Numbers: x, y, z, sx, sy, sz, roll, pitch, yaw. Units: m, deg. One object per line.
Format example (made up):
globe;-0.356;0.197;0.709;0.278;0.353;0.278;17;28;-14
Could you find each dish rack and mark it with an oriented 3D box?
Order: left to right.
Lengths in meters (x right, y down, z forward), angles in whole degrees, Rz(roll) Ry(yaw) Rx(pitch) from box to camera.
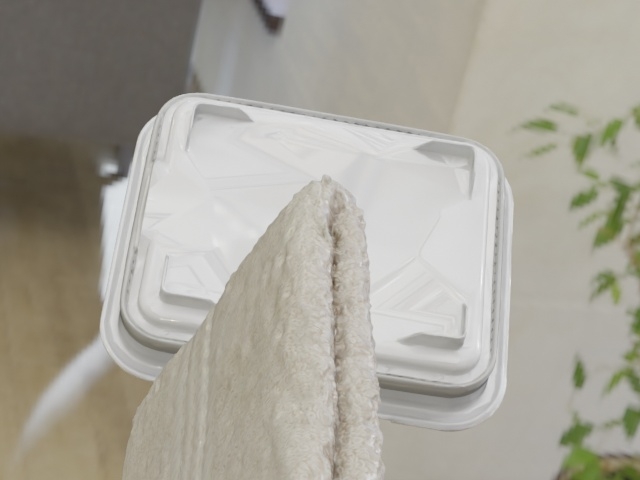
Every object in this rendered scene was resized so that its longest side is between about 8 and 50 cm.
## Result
dish rack;0.000;0.000;1.417;0.333;0.072;0.285;9;56;-3

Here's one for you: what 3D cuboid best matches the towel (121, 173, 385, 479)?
towel;-0.032;0.121;0.712;0.049;0.187;0.282;23;38;-20
